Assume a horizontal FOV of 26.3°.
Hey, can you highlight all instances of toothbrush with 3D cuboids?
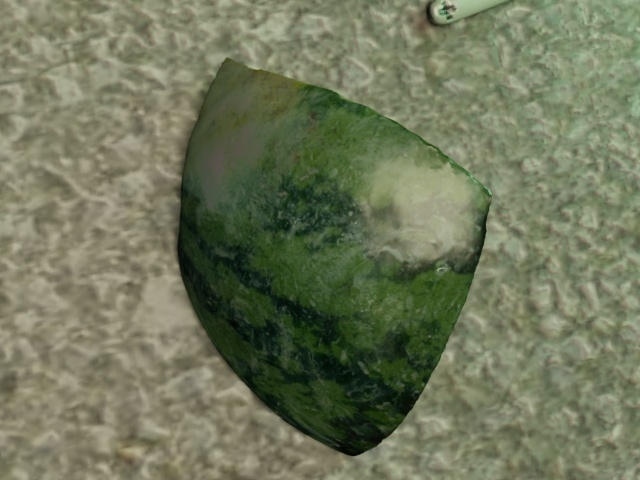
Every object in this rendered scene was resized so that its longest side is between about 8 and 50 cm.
[{"bbox_3d":[0.224,-0.233,1.138,0.304,0.030,0.030,-20,92,-16],"label":"toothbrush"}]

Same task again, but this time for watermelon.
[{"bbox_3d":[0.000,0.000,1.009,0.260,0.176,0.256,36,117,-12],"label":"watermelon"}]
